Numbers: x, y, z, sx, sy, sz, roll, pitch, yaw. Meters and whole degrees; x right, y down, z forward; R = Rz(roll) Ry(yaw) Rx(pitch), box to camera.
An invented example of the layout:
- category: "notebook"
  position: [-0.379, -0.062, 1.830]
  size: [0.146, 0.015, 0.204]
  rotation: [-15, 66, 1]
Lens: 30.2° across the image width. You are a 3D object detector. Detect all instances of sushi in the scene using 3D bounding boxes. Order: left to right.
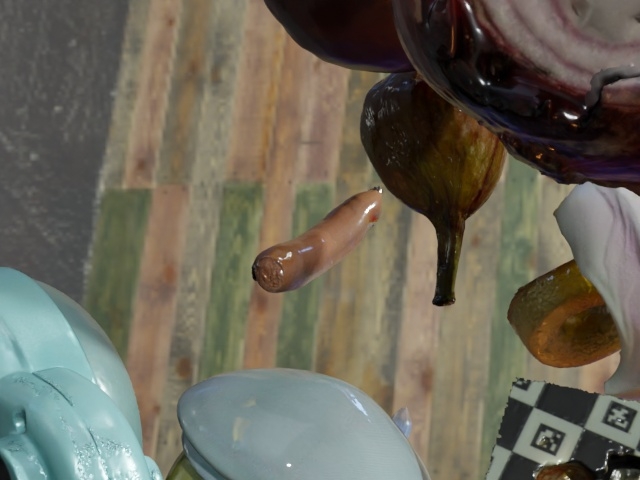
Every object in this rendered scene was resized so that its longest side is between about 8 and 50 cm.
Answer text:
- category: "sushi"
  position: [0.218, 0.205, 0.844]
  size: [0.040, 0.210, 0.193]
  rotation: [79, 29, -55]

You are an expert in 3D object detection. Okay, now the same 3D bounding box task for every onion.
- category: "onion"
  position: [0.219, -0.185, 0.805]
  size: [0.341, 0.341, 0.341]
  rotation: [-3, 94, -64]

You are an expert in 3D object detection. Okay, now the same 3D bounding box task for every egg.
- category: "egg"
  position: [0.374, 0.058, 1.205]
  size: [0.162, 0.206, 0.271]
  rotation: [-118, -169, -61]

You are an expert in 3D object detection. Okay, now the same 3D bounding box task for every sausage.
- category: "sausage"
  position: [0.001, 0.000, 0.968]
  size: [0.177, 0.040, 0.047]
  rotation: [-33, 127, -54]

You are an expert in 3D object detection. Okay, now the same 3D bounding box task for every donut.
- category: "donut"
  position: [0.313, 0.085, 1.393]
  size: [0.162, 0.178, 0.065]
  rotation: [35, 30, -42]

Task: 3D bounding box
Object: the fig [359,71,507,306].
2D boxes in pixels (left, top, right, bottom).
- category: "fig"
  position: [0.152, -0.075, 1.482]
  size: [0.190, 0.190, 0.290]
  rotation: [-24, 105, -62]

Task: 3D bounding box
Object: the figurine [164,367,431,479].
- category: "figurine"
  position: [-0.102, 0.237, 0.926]
  size: [0.205, 0.382, 0.224]
  rotation: [56, 14, -1]

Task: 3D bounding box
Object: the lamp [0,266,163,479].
- category: "lamp"
  position: [-0.186, 0.128, 0.741]
  size: [0.147, 0.284, 0.209]
  rotation: [-9, 108, -19]

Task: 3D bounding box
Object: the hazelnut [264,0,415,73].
- category: "hazelnut"
  position: [0.096, -0.378, 1.150]
  size: [0.353, 0.421, 0.421]
  rotation: [41, 49, -22]
